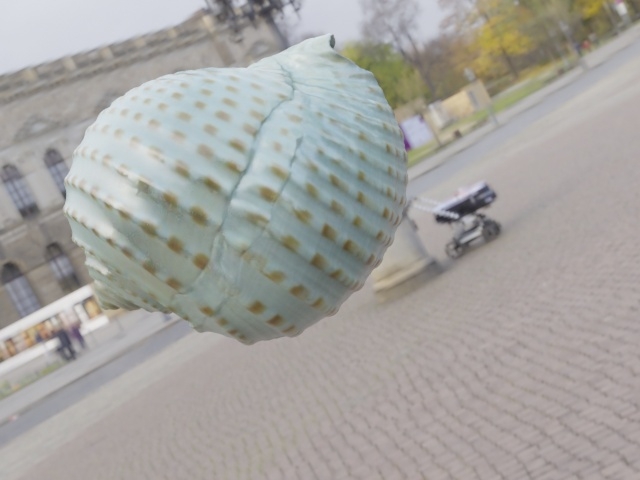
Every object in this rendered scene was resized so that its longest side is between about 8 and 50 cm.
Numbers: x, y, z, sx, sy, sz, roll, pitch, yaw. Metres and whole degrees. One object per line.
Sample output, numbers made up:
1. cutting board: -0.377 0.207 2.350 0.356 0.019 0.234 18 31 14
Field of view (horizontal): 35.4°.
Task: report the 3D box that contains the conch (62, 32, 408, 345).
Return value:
1. conch: -0.077 -0.036 0.939 0.319 0.303 0.215 -46 6 21
